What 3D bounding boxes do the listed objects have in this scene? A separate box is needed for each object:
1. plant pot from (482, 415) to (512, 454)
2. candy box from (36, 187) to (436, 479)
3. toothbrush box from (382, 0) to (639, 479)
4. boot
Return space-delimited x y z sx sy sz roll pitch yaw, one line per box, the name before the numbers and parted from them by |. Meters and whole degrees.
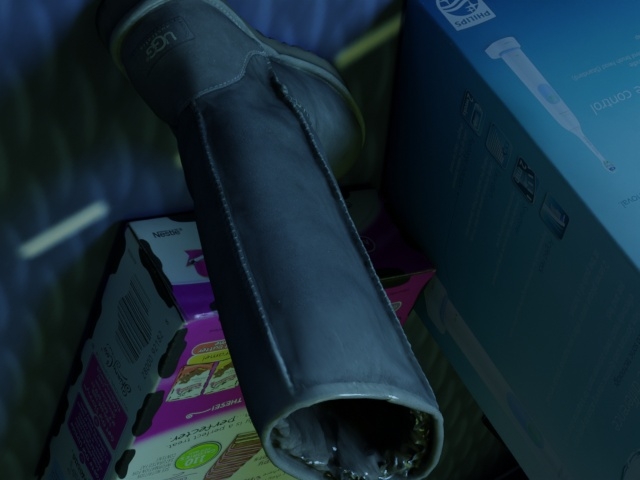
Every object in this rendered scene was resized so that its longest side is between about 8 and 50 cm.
plant pot | 0.290 0.167 1.047 0.188 0.167 0.187 -46 148 18
candy box | -0.055 0.081 0.693 0.159 0.071 0.233 -9 141 -36
toothbrush box | 0.156 0.030 0.598 0.126 0.295 0.216 -21 146 -17
boot | -0.001 0.002 0.496 0.076 0.208 0.190 -43 148 16
